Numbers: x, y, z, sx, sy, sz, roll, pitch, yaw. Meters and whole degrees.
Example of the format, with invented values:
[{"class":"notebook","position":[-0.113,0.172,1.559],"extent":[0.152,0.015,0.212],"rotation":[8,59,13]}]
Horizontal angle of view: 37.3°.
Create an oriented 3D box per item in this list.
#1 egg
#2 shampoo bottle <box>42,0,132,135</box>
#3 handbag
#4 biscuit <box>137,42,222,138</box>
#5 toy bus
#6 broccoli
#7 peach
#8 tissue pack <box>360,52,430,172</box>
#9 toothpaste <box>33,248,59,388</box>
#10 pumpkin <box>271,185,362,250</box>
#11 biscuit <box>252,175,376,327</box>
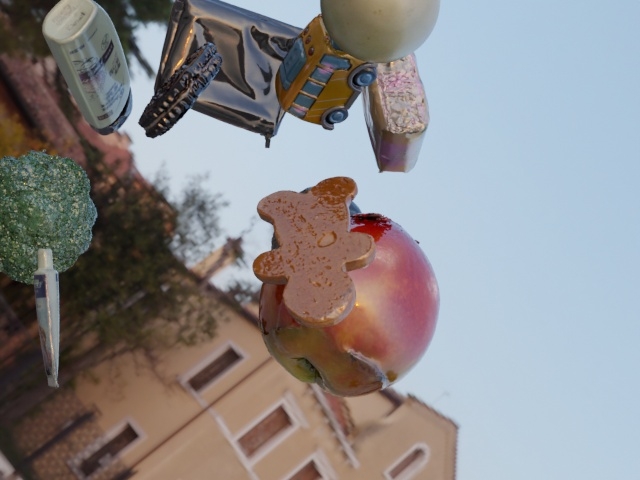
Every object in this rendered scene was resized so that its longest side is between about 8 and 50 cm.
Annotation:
[{"class":"egg","position":[0.093,-0.373,1.481],"extent":[0.188,0.188,0.253],"rotation":[54,2,-4]},{"class":"shampoo bottle","position":[-0.433,-0.335,1.833],"extent":[0.078,0.134,0.359],"rotation":[30,-18,12]},{"class":"handbag","position":[-0.202,-0.363,2.046],"extent":[0.302,0.275,0.178],"rotation":[17,-3,-16]},{"class":"biscuit","position":[-0.236,-0.252,1.597],"extent":[0.053,0.194,0.194],"rotation":[42,-14,-17]},{"class":"toy bus","position":[0.006,-0.305,1.687],"extent":[0.209,0.136,0.126],"rotation":[-50,-139,43]},{"class":"broccoli","position":[-0.576,-0.052,1.864],"extent":[0.270,0.270,0.270],"rotation":[60,-20,-21]},{"class":"peach","position":[0.057,0.114,1.841],"extent":[0.370,0.370,0.370],"rotation":[46,-19,21]},{"class":"tissue pack","position":[0.154,-0.276,1.975],"extent":[0.256,0.123,0.215],"rotation":[84,-4,-75]},{"class":"toothpaste","position":[-0.421,0.120,1.472],"extent":[0.062,0.037,0.216],"rotation":[170,-84,-66]},{"class":"pumpkin","position":[0.000,0.000,2.173],"extent":[0.216,0.250,0.250],"rotation":[15,16,-47]},{"class":"biscuit","position":[-0.012,0.022,1.575],"extent":[0.324,0.205,0.049],"rotation":[-104,180,-47]}]
